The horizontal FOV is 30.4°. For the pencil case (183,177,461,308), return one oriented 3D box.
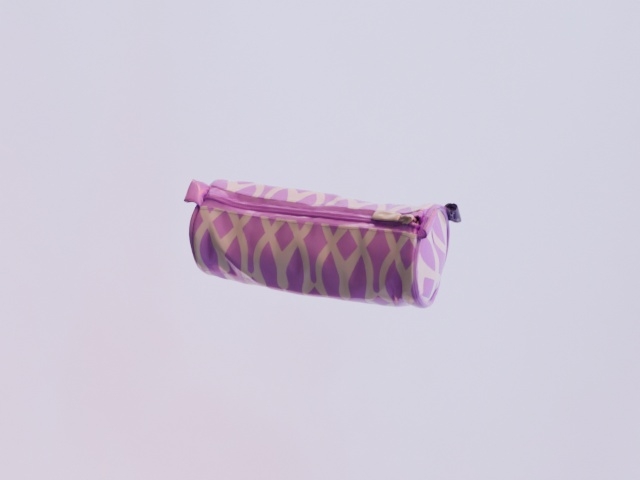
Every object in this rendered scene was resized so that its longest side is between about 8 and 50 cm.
[{"bbox_3d":[0.000,0.000,0.915,0.206,0.088,0.086,5,-118,20],"label":"pencil case"}]
